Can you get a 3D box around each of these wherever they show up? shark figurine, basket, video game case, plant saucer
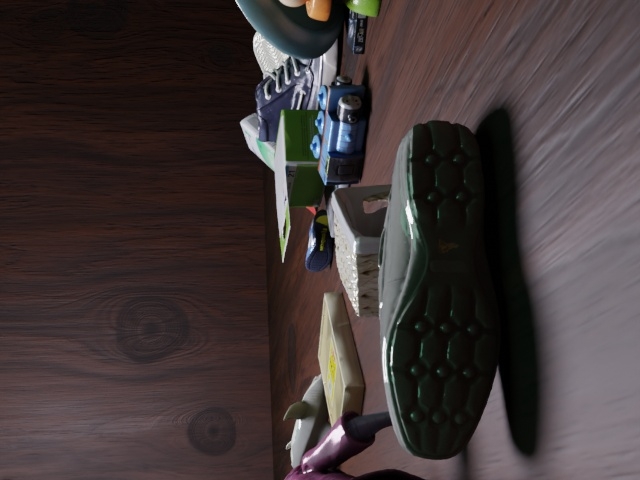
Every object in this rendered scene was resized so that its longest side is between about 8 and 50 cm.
[{"bbox_3d":[-0.005,0.410,1.582,0.166,0.116,0.278,-20,-58,-63],"label":"shark figurine"},{"bbox_3d":[0.079,0.009,0.933,0.167,0.113,0.103,-109,16,-64],"label":"basket"},{"bbox_3d":[0.029,-0.139,1.553,0.201,0.023,0.183,-98,11,-45],"label":"video game case"},{"bbox_3d":[-0.050,-0.478,1.386,0.044,0.318,0.317,-14,72,38],"label":"plant saucer"}]

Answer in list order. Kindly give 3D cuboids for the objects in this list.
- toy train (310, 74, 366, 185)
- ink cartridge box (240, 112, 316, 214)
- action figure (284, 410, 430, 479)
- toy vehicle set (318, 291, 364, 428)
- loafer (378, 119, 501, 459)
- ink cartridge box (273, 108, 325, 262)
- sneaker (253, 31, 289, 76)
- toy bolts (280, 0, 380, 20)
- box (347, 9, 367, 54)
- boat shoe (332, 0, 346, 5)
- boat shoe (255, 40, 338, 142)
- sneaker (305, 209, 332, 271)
[{"bbox_3d":[0.036,-0.185,1.342,0.105,0.080,0.184,-114,25,-47],"label":"toy train"},{"bbox_3d":[-0.099,-0.167,1.852,0.181,0.056,0.224,44,158,41],"label":"ink cartridge box"},{"bbox_3d":[0.027,0.319,0.839,0.370,0.276,0.248,175,89,-68],"label":"action figure"},{"bbox_3d":[0.035,0.242,1.482,0.267,0.035,0.166,-103,15,-55],"label":"toy vehicle set"},{"bbox_3d":[0.110,0.046,0.762,0.111,0.112,0.319,104,172,-77],"label":"loafer"},{"bbox_3d":[-0.035,-0.106,1.584,0.189,0.097,0.255,108,159,-65],"label":"ink cartridge box"},{"bbox_3d":[-0.047,-0.352,1.807,0.148,0.131,0.350,-54,-33,-42],"label":"sneaker"},{"bbox_3d":[0.004,-0.475,1.241,0.228,0.158,0.218,-103,15,-56],"label":"toy bolts"},{"bbox_3d":[0.062,-0.364,1.329,0.067,0.018,0.083,-104,16,-57],"label":"box"},{"bbox_3d":[0.039,-0.483,1.410,0.049,0.042,0.133,125,145,-79],"label":"boat shoe"},{"bbox_3d":[-0.054,-0.333,1.619,0.127,0.158,0.340,-97,10,-50],"label":"boat shoe"},{"bbox_3d":[0.000,0.000,1.662,0.059,0.053,0.144,-106,26,-58],"label":"sneaker"}]
